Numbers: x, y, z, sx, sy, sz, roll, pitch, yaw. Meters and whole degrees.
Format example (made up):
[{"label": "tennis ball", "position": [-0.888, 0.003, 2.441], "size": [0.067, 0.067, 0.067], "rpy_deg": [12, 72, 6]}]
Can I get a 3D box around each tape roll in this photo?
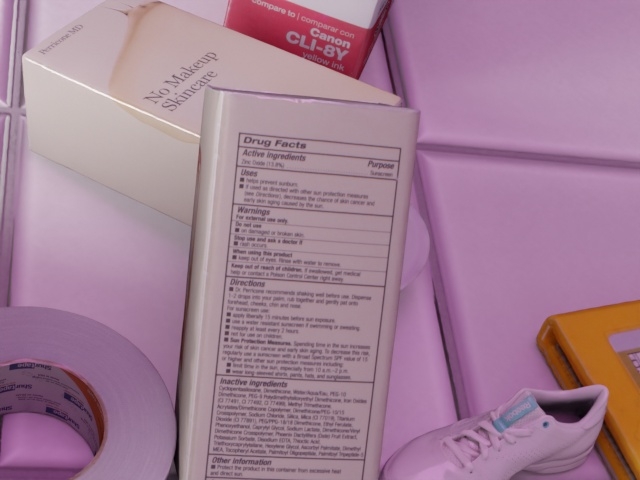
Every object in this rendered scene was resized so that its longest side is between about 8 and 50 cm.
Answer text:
[{"label": "tape roll", "position": [-0.221, 0.156, 0.997], "size": [0.219, 0.072, 0.219], "rpy_deg": [8, 49, -10]}]

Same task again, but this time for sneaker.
[{"label": "sneaker", "position": [0.145, 0.161, 1.087], "size": [0.212, 0.094, 0.080], "rpy_deg": [-16, 57, -28]}]

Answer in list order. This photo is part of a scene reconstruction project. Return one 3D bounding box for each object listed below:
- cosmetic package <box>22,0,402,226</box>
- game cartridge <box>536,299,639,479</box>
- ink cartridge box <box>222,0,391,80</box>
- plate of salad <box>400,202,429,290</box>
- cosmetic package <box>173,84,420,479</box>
[{"label": "cosmetic package", "position": [-0.099, -0.104, 1.200], "size": [0.309, 0.113, 0.160], "rpy_deg": [25, 45, 20]}, {"label": "game cartridge", "position": [0.396, 0.160, 1.193], "size": [0.323, 0.053, 0.285], "rpy_deg": [-10, 53, -23]}, {"label": "ink cartridge box", "position": [0.042, -0.393, 1.350], "size": [0.160, 0.385, 0.279], "rpy_deg": [21, 47, 3]}, {"label": "plate of salad", "position": [0.000, 0.000, 1.213], "size": [0.199, 0.048, 0.200], "rpy_deg": [4, 41, -3]}, {"label": "cosmetic package", "position": [-0.025, 0.037, 1.004], "size": [0.153, 0.296, 0.129], "rpy_deg": [6, 8, -12]}]
